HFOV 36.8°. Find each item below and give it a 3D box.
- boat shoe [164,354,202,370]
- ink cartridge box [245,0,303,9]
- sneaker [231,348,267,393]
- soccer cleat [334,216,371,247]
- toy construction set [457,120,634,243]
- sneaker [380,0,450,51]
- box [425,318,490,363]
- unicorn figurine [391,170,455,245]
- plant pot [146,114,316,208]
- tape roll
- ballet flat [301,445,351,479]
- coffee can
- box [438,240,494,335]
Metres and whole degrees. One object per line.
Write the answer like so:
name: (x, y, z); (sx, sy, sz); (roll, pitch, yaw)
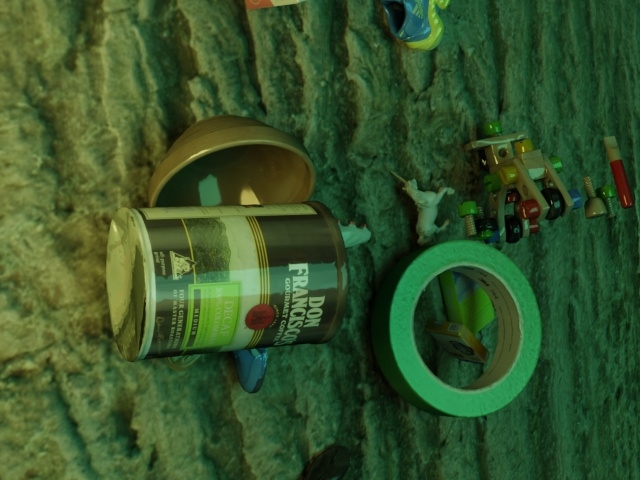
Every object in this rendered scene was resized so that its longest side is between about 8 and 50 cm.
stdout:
boat shoe: (-0.184, 0.111, 1.399); (0.063, 0.059, 0.170); (27, 70, -17)
ink cartridge box: (-0.071, -0.448, 1.414); (0.067, 0.115, 0.198); (-27, 113, -41)
sneaker: (-0.127, 0.133, 1.467); (0.082, 0.069, 0.209); (-5, 101, -27)
soccer cleat: (0.000, 0.000, 1.582); (0.196, 0.068, 0.076); (2, 98, -40)
toy construction set: (0.411, -0.138, 1.830); (0.257, 0.309, 0.237); (30, 48, -74)
sneaker: (0.172, -0.456, 1.686); (0.126, 0.091, 0.240); (-2, 97, -46)
box: (0.272, 0.200, 1.876); (0.136, 0.081, 0.028); (43, 64, -41)
unicorn figurine: (0.198, -0.063, 1.781); (0.111, 0.060, 0.162); (-24, 111, -43)
plant pot: (-0.133, -0.098, 1.359); (0.237, 0.237, 0.110); (22, 38, -46)
tape roll: (0.251, 0.160, 1.758); (0.321, 0.077, 0.321); (4, 81, -22)
ballet flat: (-0.007, 0.416, 1.643); (0.173, 0.057, 0.049); (-45, 166, -32)
coffee can: (-0.129, 0.051, 1.291); (0.275, 0.201, 0.201); (-3, 97, -25)
box: (0.289, 0.096, 1.908); (0.109, 0.042, 0.178); (-33, 116, -41)
